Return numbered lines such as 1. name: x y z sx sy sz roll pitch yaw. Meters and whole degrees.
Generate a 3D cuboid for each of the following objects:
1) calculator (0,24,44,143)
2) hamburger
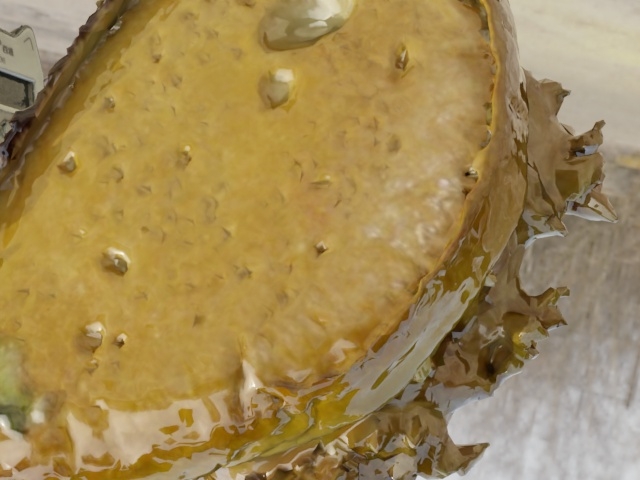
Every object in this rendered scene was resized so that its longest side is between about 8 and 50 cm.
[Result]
1. calculator: -0.299 -0.083 1.002 0.040 0.268 0.177 -14 169 21
2. hamburger: 0.000 0.000 0.620 0.287 0.445 0.268 30 170 21
